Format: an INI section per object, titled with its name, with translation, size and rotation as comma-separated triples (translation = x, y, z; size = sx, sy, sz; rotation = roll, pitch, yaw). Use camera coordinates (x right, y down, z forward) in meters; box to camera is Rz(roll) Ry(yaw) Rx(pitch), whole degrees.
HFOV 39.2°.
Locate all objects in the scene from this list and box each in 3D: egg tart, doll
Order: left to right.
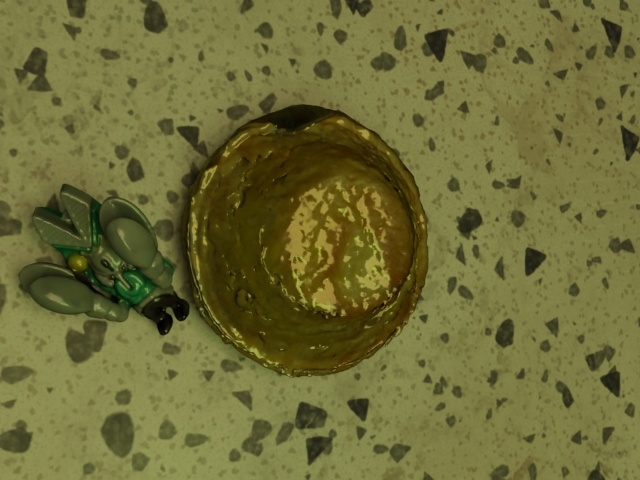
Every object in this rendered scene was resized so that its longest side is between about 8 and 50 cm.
[doll]
translation = -0.289, 0.027, 1.284
size = 0.258, 0.153, 0.195
rotation = 19, 104, -19
[egg tart]
translation = 0.000, 0.000, 1.415
size = 0.443, 0.178, 0.443
rotation = 2, 86, -25
